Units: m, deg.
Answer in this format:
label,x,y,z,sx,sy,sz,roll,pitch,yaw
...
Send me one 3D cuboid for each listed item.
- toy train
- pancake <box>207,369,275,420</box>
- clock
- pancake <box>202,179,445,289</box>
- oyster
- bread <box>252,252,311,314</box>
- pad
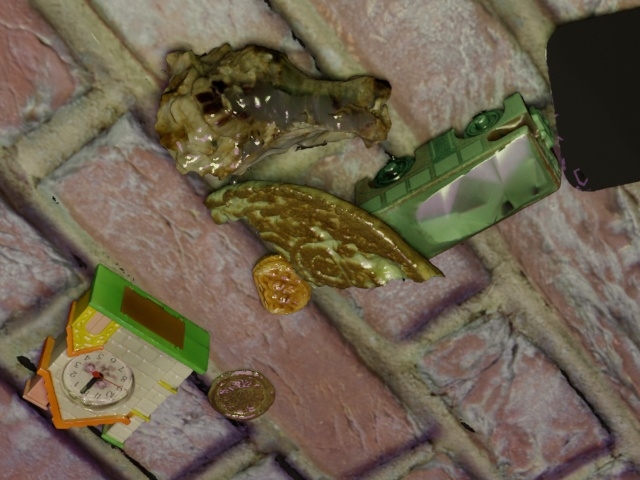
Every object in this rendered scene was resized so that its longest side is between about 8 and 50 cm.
label,x,y,z,sx,sy,sz,roll,pitch,yaw
toy train,0.194,-0.077,1.732,0.326,0.159,0.129,-28,116,15
pancake,-0.133,0.259,2.000,0.115,0.011,0.115,-2,120,-4
clock,-0.339,0.203,1.899,0.220,0.106,0.255,35,114,-21
pancake,0.003,-0.004,1.735,0.377,0.054,0.197,24,139,14
oyster,-0.061,-0.171,1.668,0.337,0.133,0.197,3,95,-22
bread,-0.059,0.067,1.870,0.083,0.044,0.110,-18,122,3
pad,0.503,-0.255,1.710,0.376,0.063,0.314,-11,104,-4
